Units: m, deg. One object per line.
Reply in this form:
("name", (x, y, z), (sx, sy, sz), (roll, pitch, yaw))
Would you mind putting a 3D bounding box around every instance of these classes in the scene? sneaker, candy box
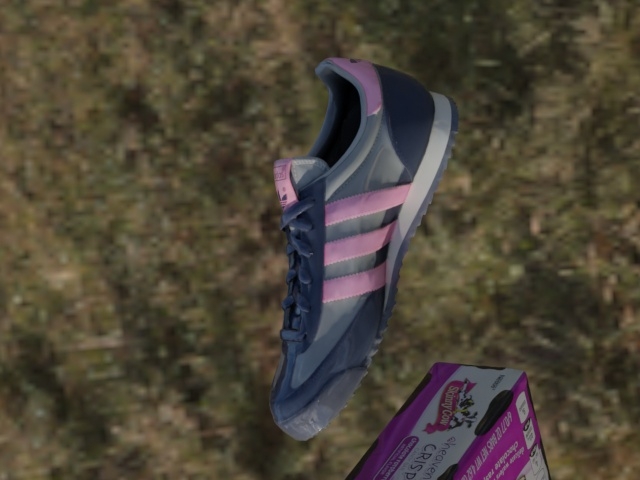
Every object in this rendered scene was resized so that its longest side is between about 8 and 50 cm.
("sneaker", (0.000, 0.000, 1.607), (0.112, 0.131, 0.319), (-11, 56, 60))
("candy box", (0.093, 0.217, 1.248), (0.071, 0.159, 0.233), (4, 125, 32))
